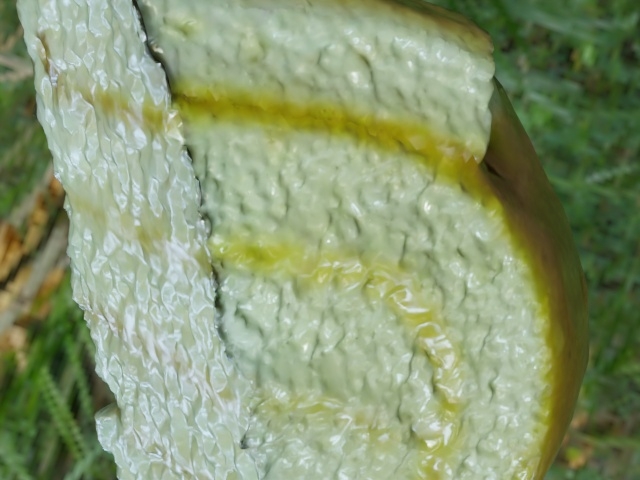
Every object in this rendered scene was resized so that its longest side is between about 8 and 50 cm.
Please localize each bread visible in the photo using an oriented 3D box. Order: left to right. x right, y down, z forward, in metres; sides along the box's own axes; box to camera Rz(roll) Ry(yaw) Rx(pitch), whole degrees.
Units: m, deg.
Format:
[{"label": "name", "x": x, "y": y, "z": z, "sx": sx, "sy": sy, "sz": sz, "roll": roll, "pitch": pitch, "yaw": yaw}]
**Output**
[{"label": "bread", "x": 0.003, "y": -0.009, "z": 1.039, "sx": 0.264, "sy": 0.395, "sz": 0.239, "roll": -18, "pitch": -157, "yaw": -22}]
